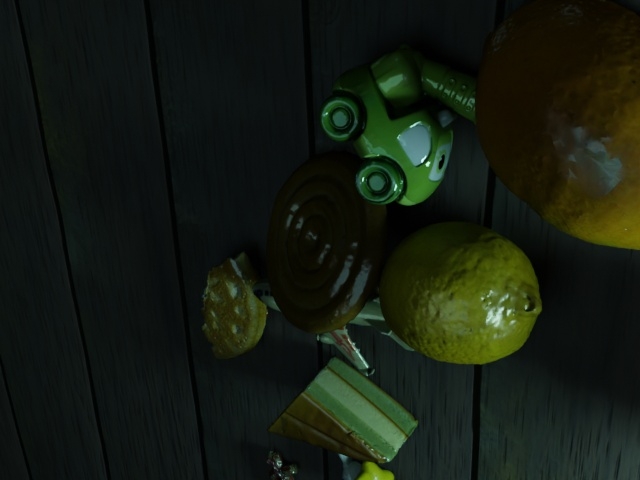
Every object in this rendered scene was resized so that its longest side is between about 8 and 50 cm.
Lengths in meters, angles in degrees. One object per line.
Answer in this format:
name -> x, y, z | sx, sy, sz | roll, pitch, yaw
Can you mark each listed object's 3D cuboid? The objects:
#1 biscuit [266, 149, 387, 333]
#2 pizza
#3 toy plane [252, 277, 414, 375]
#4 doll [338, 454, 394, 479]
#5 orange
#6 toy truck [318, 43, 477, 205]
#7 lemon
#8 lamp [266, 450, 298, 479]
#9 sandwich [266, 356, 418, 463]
biscuit -> -0.001, 0.000, 1.492 | 0.262, 0.037, 0.262 | -16, 70, 51
pizza -> -0.137, 0.109, 1.758 | 0.127, 0.058, 0.246 | 21, 130, 25
toy plane -> 0.019, 0.091, 1.593 | 0.256, 0.104, 0.242 | 17, 130, 29
doll -> 0.072, 0.399, 1.793 | 0.135, 0.071, 0.113 | 54, 154, 5
orange -> 0.330, -0.119, 1.188 | 0.310, 0.274, 0.274 | 17, 139, -21
toy truck -> 0.108, -0.161, 1.342 | 0.187, 0.148, 0.210 | 44, 112, 6
lemon -> 0.179, 0.068, 1.396 | 0.256, 0.188, 0.188 | 12, 125, 41
lamp -> -0.073, 0.425, 1.938 | 0.063, 0.031, 0.083 | 29, 136, 21
sandwich -> 0.035, 0.296, 1.709 | 0.187, 0.117, 0.144 | 38, 137, 9
